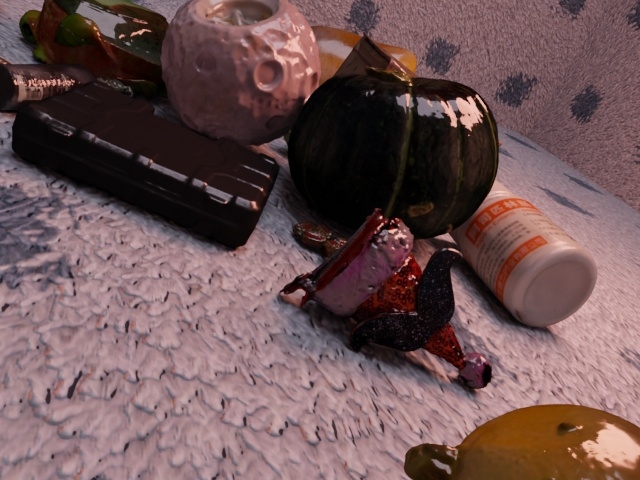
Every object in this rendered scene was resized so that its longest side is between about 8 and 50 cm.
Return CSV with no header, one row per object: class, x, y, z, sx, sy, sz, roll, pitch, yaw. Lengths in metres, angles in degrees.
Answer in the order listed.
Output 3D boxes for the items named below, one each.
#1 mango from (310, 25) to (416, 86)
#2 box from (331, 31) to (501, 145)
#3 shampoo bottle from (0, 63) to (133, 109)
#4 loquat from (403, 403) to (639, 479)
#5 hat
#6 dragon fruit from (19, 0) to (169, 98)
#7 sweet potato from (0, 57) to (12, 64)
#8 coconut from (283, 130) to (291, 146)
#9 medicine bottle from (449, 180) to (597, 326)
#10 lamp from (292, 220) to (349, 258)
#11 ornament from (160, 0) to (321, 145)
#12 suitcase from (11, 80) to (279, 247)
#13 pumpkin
mango,0.035,-0.401,1.370,0.384,0.199,0.221,-1,57,2
box,0.166,-0.235,1.157,0.297,0.190,0.225,28,21,-26
shampoo bottle,-0.352,-0.210,0.794,0.063,0.057,0.208,32,24,14
loquat,0.151,0.184,0.368,0.205,0.149,0.172,18,26,9
hat,0.089,0.081,0.609,0.227,0.129,0.140,45,66,2
dragon fruit,-0.368,-0.350,1.002,0.295,0.130,0.268,19,29,-18
sweet potato,-0.452,-0.241,0.786,0.153,0.038,0.041,11,50,-36
coconut,-0.022,-0.189,1.072,0.083,0.082,0.081,31,60,19
medicine bottle,0.301,0.010,0.906,0.145,0.144,0.252,16,23,-23
lamp,0.000,0.000,0.754,0.083,0.031,0.063,30,21,18
ornament,-0.125,-0.273,0.937,0.259,0.225,0.259,2,45,-2
suitcase,-0.200,-0.102,0.715,0.286,0.066,0.206,23,24,-6
pumpkin,0.108,-0.132,0.874,0.323,0.241,0.323,7,23,-3
